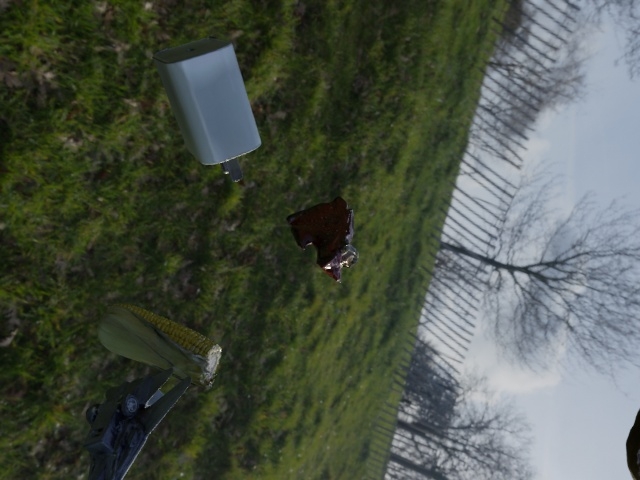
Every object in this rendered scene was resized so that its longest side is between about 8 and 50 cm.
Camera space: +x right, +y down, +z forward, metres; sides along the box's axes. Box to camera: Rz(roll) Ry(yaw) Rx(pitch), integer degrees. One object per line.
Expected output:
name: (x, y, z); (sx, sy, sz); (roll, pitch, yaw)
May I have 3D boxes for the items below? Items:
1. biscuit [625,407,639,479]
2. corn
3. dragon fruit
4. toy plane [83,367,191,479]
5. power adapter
biscuit: (0.433, 0.219, 0.544); (0.036, 0.212, 0.212); (-50, 162, -66)
corn: (-0.374, 0.245, 1.226); (0.122, 0.305, 0.123); (-17, 127, -78)
dragon fruit: (0.013, -0.014, 0.897); (0.092, 0.122, 0.192); (-52, -164, 19)
toy plane: (-0.311, 0.307, 0.768); (0.088, 0.212, 0.267); (60, 21, -24)
power adapter: (-0.203, -0.234, 0.985); (0.187, 0.124, 0.255); (42, -29, 55)
